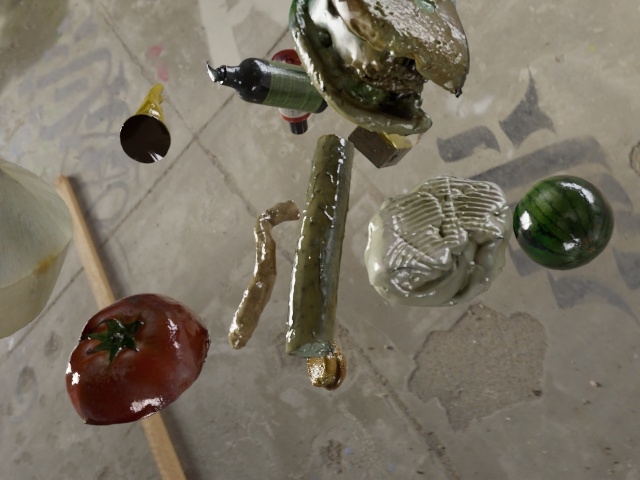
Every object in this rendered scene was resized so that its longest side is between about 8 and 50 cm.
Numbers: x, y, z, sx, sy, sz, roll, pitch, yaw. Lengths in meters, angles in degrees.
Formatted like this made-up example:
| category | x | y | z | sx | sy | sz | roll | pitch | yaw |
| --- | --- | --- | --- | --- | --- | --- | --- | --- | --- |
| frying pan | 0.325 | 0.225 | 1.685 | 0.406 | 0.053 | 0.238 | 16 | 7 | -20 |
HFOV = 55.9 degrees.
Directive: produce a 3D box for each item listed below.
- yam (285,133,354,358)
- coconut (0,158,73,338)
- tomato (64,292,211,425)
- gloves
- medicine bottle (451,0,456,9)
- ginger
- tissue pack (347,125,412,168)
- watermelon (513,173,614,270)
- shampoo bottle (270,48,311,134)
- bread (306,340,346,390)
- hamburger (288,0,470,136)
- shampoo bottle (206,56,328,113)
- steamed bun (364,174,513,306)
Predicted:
| category | x | y | z | sx | sy | sz | roll | pitch | yaw |
| --- | --- | --- | --- | --- | --- | --- | --- | --- | --- |
| yam | 0.000 | 0.000 | 0.965 | 0.083 | 0.083 | 0.371 | -6 | 66 | 30 |
| coconut | -0.557 | 0.004 | 0.950 | 0.323 | 0.323 | 0.322 | -11 | 69 | 29 |
| tomato | -0.276 | 0.160 | 0.884 | 0.225 | 0.085 | 0.225 | -11 | 38 | 8 |
| gloves | -0.420 | -0.302 | 1.514 | 0.133 | 0.116 | 0.294 | -57 | 21 | 21 |
| medicine bottle | 0.226 | -0.576 | 1.349 | 0.179 | 0.124 | 0.324 | -145 | 43 | -60 |
| ginger | -0.104 | 0.055 | 1.076 | 0.075 | 0.089 | 0.288 | 12 | 68 | 8 |
| tissue pack | 0.158 | -0.255 | 1.558 | 0.120 | 0.169 | 0.082 | 45 | 113 | 10 |
| watermelon | 0.607 | -0.047 | 1.519 | 0.243 | 0.242 | 0.242 | -11 | 69 | 29 |
| shampoo bottle | -0.079 | -0.428 | 1.796 | 0.105 | 0.278 | 0.104 | -3 | 57 | 4 |
| bread | 0.008 | 0.204 | 0.996 | 0.083 | 0.046 | 0.081 | 40 | 119 | 49 |
| hamburger | 0.063 | -0.276 | 0.805 | 0.167 | 0.193 | 0.287 | 119 | 149 | -51 |
| shampoo bottle | -0.113 | -0.352 | 1.349 | 0.101 | 0.284 | 0.101 | -3 | 87 | 57 |
| steamed bun | 0.242 | 0.018 | 1.264 | 0.320 | 0.206 | 0.275 | -14 | 51 | -4 |
